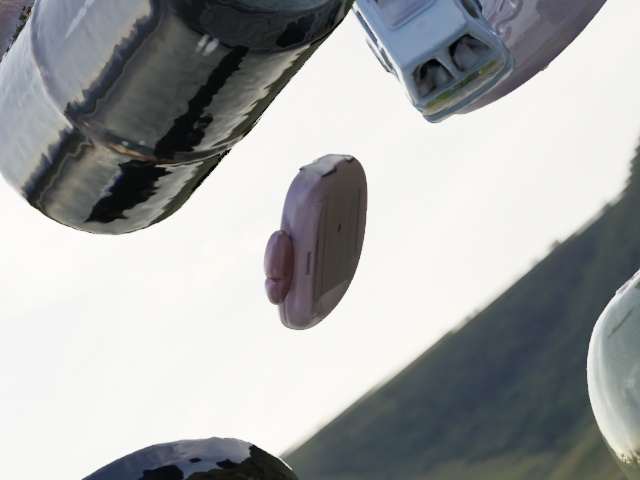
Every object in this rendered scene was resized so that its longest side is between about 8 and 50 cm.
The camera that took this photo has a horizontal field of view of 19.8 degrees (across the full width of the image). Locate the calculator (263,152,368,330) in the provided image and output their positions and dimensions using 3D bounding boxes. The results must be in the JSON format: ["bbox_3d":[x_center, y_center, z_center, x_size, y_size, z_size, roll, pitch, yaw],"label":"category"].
[{"bbox_3d":[0.000,0.000,1.121,0.166,0.024,0.103,-39,-45,-67],"label":"calculator"}]

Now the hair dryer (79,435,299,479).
[{"bbox_3d":[-0.080,0.196,0.775,0.156,0.320,0.284,-41,-57,10],"label":"hair dryer"}]

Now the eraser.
[{"bbox_3d":[0.197,-0.253,1.771,0.059,0.204,0.243,11,-22,-39],"label":"eraser"}]

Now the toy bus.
[{"bbox_3d":[0.039,-0.263,1.591,0.109,0.329,0.136,-34,-14,6],"label":"toy bus"}]

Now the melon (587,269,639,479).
[{"bbox_3d":[0.351,0.129,1.385,0.272,0.308,0.271,13,-90,-82],"label":"melon"}]

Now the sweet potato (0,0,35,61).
[{"bbox_3d":[-0.184,-0.177,1.256,0.050,0.050,0.214,-53,11,43],"label":"sweet potato"}]

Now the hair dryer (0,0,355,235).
[{"bbox_3d":[-0.125,-0.189,0.755,0.107,0.352,0.189,-26,-9,-35],"label":"hair dryer"}]
